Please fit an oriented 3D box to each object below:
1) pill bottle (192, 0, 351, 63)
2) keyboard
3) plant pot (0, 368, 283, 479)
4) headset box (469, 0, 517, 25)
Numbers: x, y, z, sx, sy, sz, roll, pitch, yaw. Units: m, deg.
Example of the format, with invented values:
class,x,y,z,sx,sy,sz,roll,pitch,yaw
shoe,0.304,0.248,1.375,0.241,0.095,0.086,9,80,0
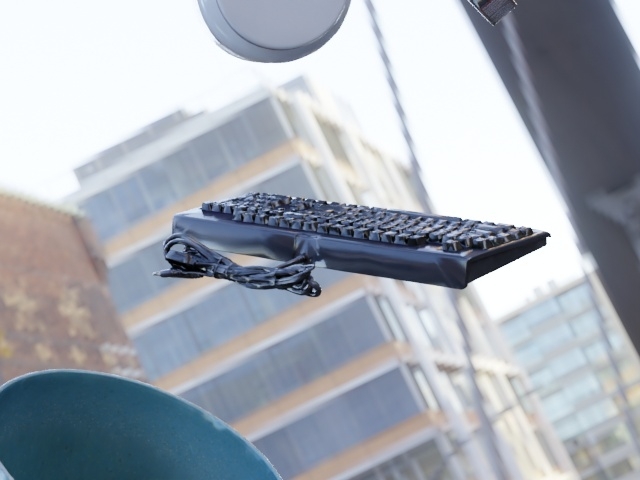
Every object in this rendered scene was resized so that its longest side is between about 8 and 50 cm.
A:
class,x,y,z,sx,sy,sz,roll,pitch,yaw
pill bottle,-0.051,-0.264,1.780,0.162,0.162,0.278,-25,7,-3
keyboard,0.000,0.000,1.335,0.317,0.033,0.201,7,22,42
plant pot,-0.194,0.277,1.532,0.290,0.290,0.195,-6,-53,-55
headset box,0.141,-0.233,1.543,0.032,0.062,0.083,-42,-13,11
